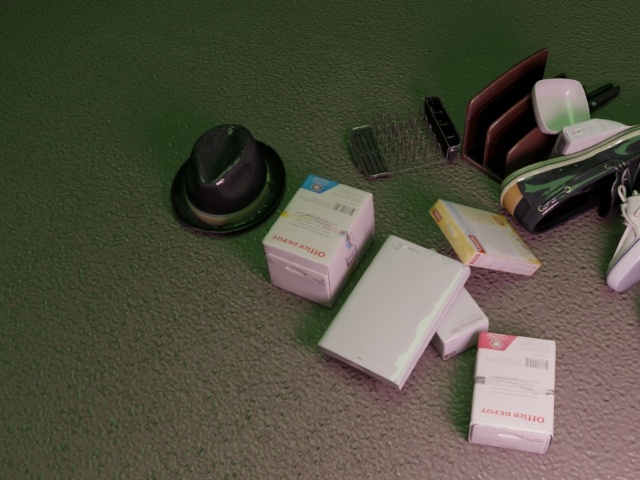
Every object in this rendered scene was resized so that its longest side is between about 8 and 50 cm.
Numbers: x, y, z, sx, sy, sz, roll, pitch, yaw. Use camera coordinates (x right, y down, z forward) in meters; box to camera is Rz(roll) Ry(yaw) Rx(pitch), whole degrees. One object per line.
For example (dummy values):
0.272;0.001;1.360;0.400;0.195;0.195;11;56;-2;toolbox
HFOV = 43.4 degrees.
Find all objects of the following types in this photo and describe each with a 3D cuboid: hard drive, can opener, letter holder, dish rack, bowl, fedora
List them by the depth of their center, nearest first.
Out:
0.159;0.146;1.724;0.203;0.040;0.307;23;66;28;hard drive
0.582;-0.323;1.974;0.142;0.053;0.142;-4;77;-19;bowl
0.522;-0.324;2.050;0.302;0.214;0.152;-36;56;-22;letter holder
-0.246;-0.182;2.050;0.334;0.152;0.334;-3;50;4;fedora
0.214;-0.268;2.126;0.272;0.074;0.208;-14;50;-5;dish rack
0.743;-0.388;2.184;0.186;0.073;0.059;-19;43;-22;can opener

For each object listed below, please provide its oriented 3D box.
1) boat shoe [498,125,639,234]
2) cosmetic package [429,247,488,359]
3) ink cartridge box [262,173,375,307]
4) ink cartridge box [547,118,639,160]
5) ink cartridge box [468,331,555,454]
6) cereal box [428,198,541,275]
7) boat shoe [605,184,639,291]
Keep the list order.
0.680;-0.140;1.914;0.501;0.186;0.156;-18;57;-3;boat shoe
0.262;0.137;1.784;0.117;0.085;0.231;-25;51;-12;cosmetic package
0.000;0.000;1.866;0.171;0.168;0.232;20;56;21;ink cartridge box
0.685;-0.235;1.978;0.233;0.189;0.066;-19;64;-9;ink cartridge box
0.388;0.306;1.628;0.159;0.092;0.217;7;50;11;ink cartridge box
0.373;-0.005;1.825;0.240;0.047;0.173;10;39;-39;cereal box
0.726;-0.066;1.789;0.156;0.136;0.367;44;108;35;boat shoe
